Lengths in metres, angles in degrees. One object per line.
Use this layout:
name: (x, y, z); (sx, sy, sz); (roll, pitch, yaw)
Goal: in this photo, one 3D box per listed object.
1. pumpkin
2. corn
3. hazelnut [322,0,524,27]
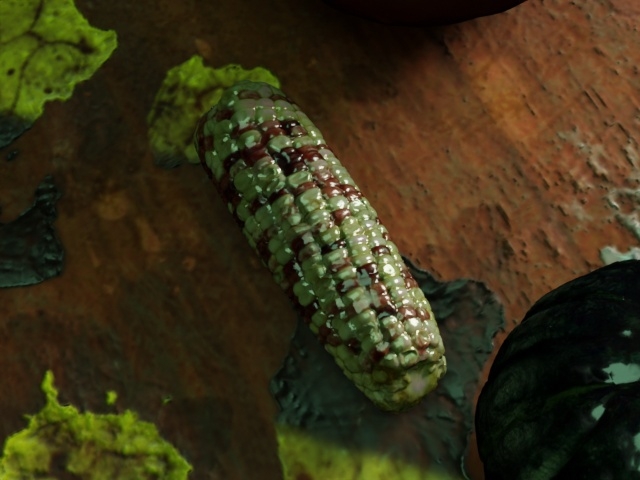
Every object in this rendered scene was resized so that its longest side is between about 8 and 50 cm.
pumpkin: (0.198, 0.113, 0.576); (0.221, 0.162, 0.220); (10, 54, -14)
corn: (0.000, 0.000, 0.702); (0.086, 0.086, 0.253); (-31, 69, -4)
hazelnut: (0.065, -0.356, 0.705); (0.359, 0.359, 0.409); (1, 63, 9)
